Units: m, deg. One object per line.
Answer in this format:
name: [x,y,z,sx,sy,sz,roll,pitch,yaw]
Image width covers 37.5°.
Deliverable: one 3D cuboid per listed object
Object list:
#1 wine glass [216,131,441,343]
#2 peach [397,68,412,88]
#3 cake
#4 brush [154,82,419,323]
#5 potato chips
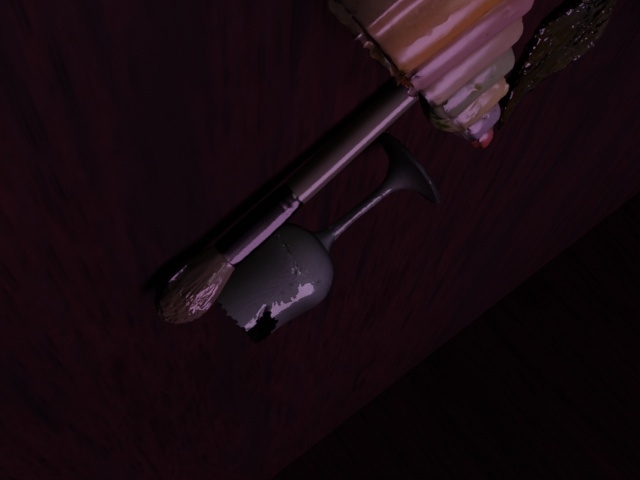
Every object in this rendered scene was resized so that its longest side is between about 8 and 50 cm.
wine glass: [0.000,0.000,0.769,0.195,0.079,0.079,-40,165,-4]
peach: [0.080,-0.125,0.652,0.083,0.050,0.077,-38,145,-42]
cake: [0.057,-0.125,0.487,0.090,0.109,0.225,-42,164,9]
brush: [-0.012,-0.046,0.704,0.299,0.042,0.039,-44,179,2]
potato chips: [0.229,-0.186,0.886,0.209,0.026,0.142,-46,162,21]
